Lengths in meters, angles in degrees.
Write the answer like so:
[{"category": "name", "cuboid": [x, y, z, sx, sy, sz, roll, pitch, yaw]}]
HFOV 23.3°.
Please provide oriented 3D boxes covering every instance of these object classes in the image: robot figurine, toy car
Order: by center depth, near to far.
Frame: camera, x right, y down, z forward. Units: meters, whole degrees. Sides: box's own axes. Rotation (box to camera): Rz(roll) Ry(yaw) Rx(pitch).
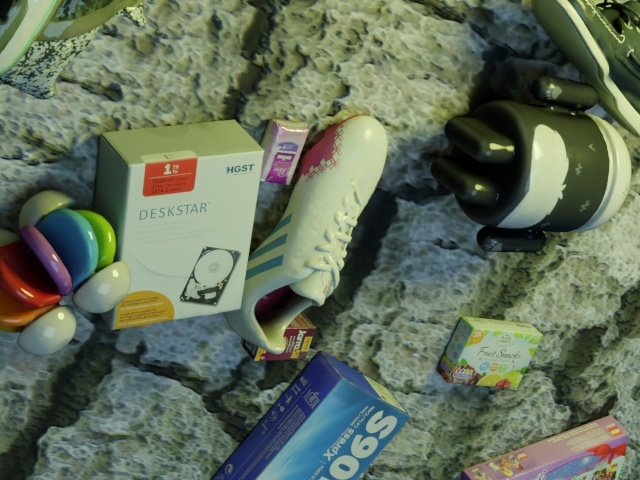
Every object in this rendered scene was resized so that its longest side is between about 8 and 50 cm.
[{"category": "toy car", "cuboid": [-0.319, 0.031, 1.779, 0.182, 0.159, 0.136, -38, 169, -4]}, {"category": "robot figurine", "cuboid": [0.285, -0.099, 2.084, 0.278, 0.174, 0.209, 4, 153, -34]}]

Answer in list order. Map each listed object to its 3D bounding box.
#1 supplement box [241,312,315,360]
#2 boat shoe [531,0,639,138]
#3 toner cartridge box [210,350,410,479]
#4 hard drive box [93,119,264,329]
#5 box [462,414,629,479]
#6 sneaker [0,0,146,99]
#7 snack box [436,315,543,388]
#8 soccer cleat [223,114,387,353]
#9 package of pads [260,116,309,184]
[{"category": "supplement box", "cuboid": [-0.057, 0.131, 2.108, 0.083, 0.043, 0.055, 0, 119, -33]}, {"category": "boat shoe", "cuboid": [0.390, -0.264, 2.063, 0.113, 0.127, 0.340, -46, 134, 1]}, {"category": "toner cartridge box", "cuboid": [-0.043, 0.336, 2.236, 0.165, 0.075, 0.348, 33, 100, -41]}, {"category": "hard drive box", "cuboid": [-0.181, -0.020, 1.897, 0.181, 0.089, 0.232, -9, 124, -28]}, {"category": "box", "cuboid": [0.366, 0.421, 2.563, 0.293, 0.057, 0.201, -16, 128, -22]}, {"category": "sneaker", "cuboid": [-0.231, -0.308, 1.649, 0.410, 0.158, 0.182, -43, 144, 10]}, {"category": "snack box", "cuboid": [0.255, 0.169, 2.334, 0.141, 0.037, 0.100, 7, 115, -35]}, {"category": "soccer cleat", "cuboid": [0.000, 0.000, 1.987, 0.116, 0.143, 0.331, 25, 105, -41]}, {"category": "package of pads", "cuboid": [-0.051, -0.113, 1.953, 0.050, 0.032, 0.083, 6, 117, -32]}]
